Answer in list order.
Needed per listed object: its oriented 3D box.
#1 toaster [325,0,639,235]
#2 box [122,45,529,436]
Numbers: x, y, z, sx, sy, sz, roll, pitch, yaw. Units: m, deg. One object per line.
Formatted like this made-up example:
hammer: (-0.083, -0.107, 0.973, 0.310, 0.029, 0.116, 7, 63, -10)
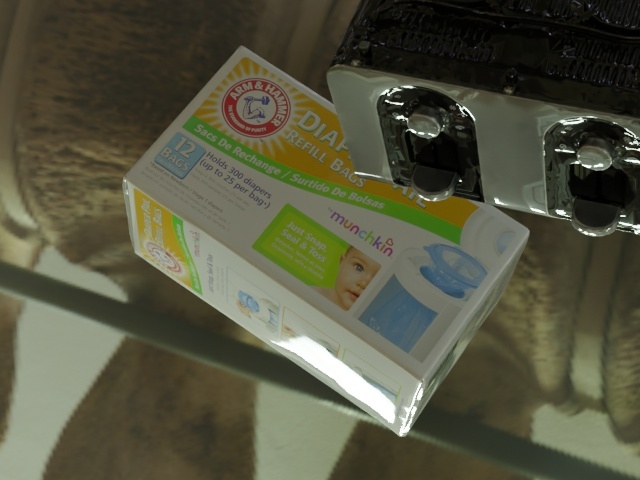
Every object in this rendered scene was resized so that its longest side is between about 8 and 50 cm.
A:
toaster: (0.109, -0.099, 0.673, 0.168, 0.110, 0.185, 12, -123, 16)
box: (0.000, 0.000, 0.834, 0.203, 0.103, 0.114, 33, -113, 11)
